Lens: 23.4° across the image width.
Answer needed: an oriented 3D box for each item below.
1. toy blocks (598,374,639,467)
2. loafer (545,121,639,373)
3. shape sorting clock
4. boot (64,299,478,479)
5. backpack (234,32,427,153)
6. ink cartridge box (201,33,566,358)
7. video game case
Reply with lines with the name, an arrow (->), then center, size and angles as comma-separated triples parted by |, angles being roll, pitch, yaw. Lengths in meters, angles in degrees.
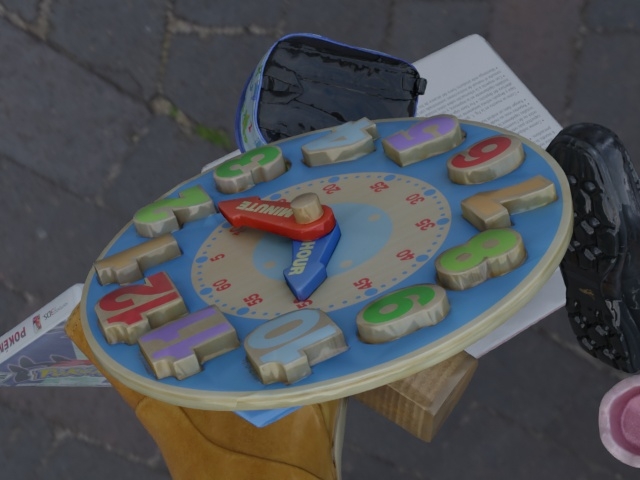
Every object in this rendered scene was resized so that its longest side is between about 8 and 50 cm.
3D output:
toy blocks -> 0.328, 0.216, 0.988 | 0.288, 0.309, 0.260 | -15, 164, 28
loafer -> 0.196, -0.002, 1.025 | 0.078, 0.076, 0.223 | -46, 140, -21
shape sorting clock -> 0.000, 0.000, 0.630 | 0.206, 0.206, 0.040 | -28, 121, -12
boot -> -0.069, 0.112, 0.877 | 0.295, 0.211, 0.104 | -50, 162, -27
backpack -> 0.000, -0.082, 1.059 | 0.114, 0.084, 0.105 | 17, 74, -18
ink cartridge box -> 0.090, -0.014, 1.275 | 0.296, 0.261, 0.066 | -28, 156, -24
video game case -> -0.145, 0.078, 1.190 | 0.201, 0.023, 0.183 | 5, 155, -39
